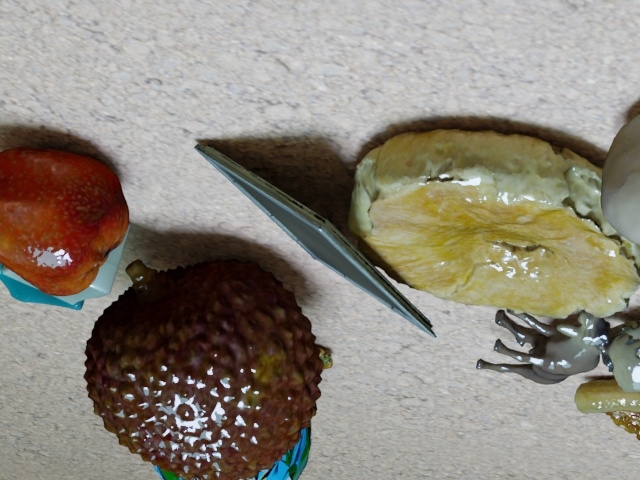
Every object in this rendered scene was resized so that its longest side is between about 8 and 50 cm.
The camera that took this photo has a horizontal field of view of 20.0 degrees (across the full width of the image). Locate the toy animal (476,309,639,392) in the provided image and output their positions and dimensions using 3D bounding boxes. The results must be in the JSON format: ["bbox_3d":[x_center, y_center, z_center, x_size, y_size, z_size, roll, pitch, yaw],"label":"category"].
[{"bbox_3d":[0.293,0.123,2.088,0.186,0.093,0.214,21,164,-3],"label":"toy animal"}]

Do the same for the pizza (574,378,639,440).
[{"bbox_3d":[0.449,0.222,2.247,0.271,0.056,0.134,16,149,-2],"label":"pizza"}]

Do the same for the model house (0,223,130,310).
[{"bbox_3d":[-0.319,0.015,2.164,0.127,0.100,0.149,27,152,-26],"label":"model house"}]

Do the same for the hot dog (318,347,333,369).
[{"bbox_3d":[-0.010,0.157,2.411,0.037,0.021,0.083,48,148,-20],"label":"hot dog"}]

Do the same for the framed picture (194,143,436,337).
[{"bbox_3d":[0.000,0.000,1.938,0.217,0.017,0.274,34,174,39],"label":"framed picture"}]

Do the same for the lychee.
[{"bbox_3d":[-0.140,0.149,2.149,0.276,0.275,0.304,-12,118,47],"label":"lychee"}]

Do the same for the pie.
[{"bbox_3d":[0.179,-0.011,1.838,0.340,0.083,0.339,15,156,7],"label":"pie"}]

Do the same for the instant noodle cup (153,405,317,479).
[{"bbox_3d":[-0.115,0.216,2.373,0.240,0.240,0.178,13,150,2],"label":"instant noodle cup"}]

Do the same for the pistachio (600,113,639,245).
[{"bbox_3d":[0.344,-0.054,1.595,0.223,0.126,0.152,-9,112,42],"label":"pistachio"}]

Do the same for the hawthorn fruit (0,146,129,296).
[{"bbox_3d":[-0.299,-0.030,2.001,0.179,0.173,0.173,32,168,30],"label":"hawthorn fruit"}]
